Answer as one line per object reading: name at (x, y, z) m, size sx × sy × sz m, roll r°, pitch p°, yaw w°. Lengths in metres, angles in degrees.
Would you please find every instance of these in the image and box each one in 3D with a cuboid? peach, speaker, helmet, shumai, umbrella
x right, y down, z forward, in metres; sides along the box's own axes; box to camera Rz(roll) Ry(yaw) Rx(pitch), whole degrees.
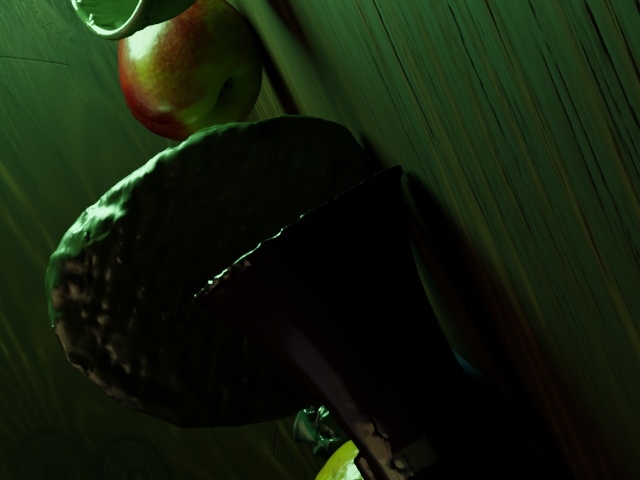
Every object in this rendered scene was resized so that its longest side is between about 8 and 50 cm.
peach at (-0.169, -0.220, 1.620) m, size 0.192 × 0.190 × 0.190 m, roll 34°, pitch 156°, yaw 42°
speaker at (0.024, 0.146, 1.007) m, size 0.329 × 0.259 × 0.198 m, roll 63°, pitch -179°, yaw 5°
helmet at (-0.173, -0.334, 1.348) m, size 0.204 × 0.137 × 0.257 m, roll -19°, pitch 81°, yaw 49°
shumai at (-0.089, 0.030, 1.257) m, size 0.288 × 0.330 × 0.291 m, roll -123°, pitch 19°, yaw -80°
umbrella at (0.098, 0.347, 1.773) m, size 0.348 × 0.094 × 0.143 m, roll 54°, pitch 157°, yaw -9°

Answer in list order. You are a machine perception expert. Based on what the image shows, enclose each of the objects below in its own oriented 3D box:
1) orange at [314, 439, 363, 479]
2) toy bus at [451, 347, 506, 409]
orange at (0.094, 0.342, 1.612) m, size 0.219 × 0.219 × 0.193 m, roll 64°, pitch 177°, yaw -5°
toy bus at (0.116, 0.150, 1.194) m, size 0.236 × 0.079 × 0.094 m, roll -138°, pitch 38°, yaw -78°
